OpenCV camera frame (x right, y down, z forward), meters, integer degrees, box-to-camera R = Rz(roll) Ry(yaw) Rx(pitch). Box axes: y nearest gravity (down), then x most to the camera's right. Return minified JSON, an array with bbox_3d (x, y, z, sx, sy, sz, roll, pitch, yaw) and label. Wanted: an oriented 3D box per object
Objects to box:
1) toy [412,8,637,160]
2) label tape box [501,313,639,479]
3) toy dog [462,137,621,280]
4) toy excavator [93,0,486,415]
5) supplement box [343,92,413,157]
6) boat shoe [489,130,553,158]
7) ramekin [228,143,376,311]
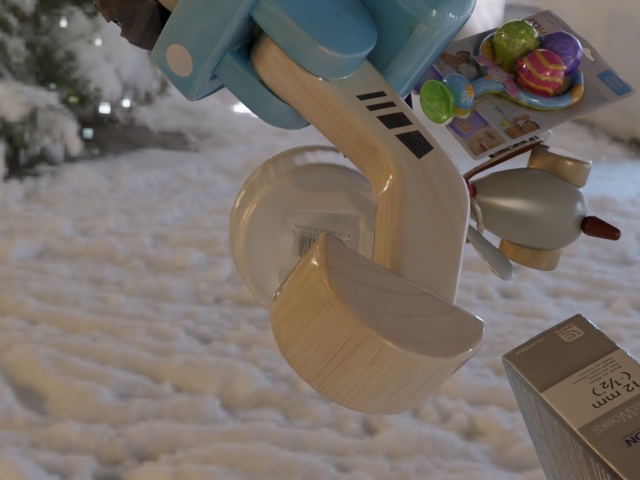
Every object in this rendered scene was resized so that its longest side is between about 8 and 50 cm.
[{"bbox_3d":[0.197,-0.171,1.198,0.237,0.056,0.137,-25,63,-31],"label":"toy"},{"bbox_3d":[0.334,0.262,1.240,0.115,0.249,0.348,-28,28,-8],"label":"label tape box"},{"bbox_3d":[0.245,-0.031,1.517,0.333,0.220,0.161,-21,31,-37],"label":"toy dog"},{"bbox_3d":[0.018,-0.138,0.946,0.445,0.222,0.433,44,44,7],"label":"toy excavator"},{"bbox_3d":[0.054,-0.147,1.339,0.083,0.083,0.056,-15,43,-4],"label":"supplement box"},{"bbox_3d":[0.242,-0.140,1.608,0.080,0.076,0.228,40,12,15],"label":"boat shoe"},{"bbox_3d":[0.000,0.000,1.840,0.277,0.277,0.135,5,10,-4],"label":"ramekin"}]
